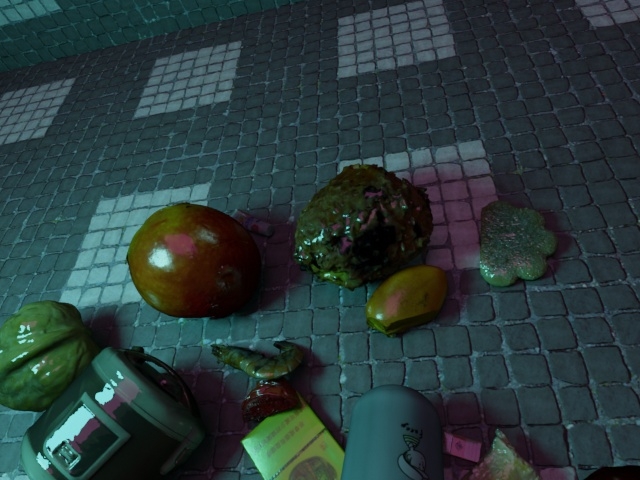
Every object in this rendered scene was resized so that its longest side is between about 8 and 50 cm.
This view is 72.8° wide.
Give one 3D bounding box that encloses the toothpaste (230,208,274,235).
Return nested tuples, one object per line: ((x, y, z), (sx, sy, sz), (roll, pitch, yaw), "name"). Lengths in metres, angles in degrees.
((-0.244, -0.060, 1.494), (0.195, 0.043, 0.067), (19, 66, 33), "toothpaste")

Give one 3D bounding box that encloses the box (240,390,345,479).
((-0.022, 0.537, 1.002), (0.187, 0.047, 0.335), (-39, 54, -13), "box")

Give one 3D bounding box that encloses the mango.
((0.234, 0.153, 1.150), (0.252, 0.126, 0.154), (-35, 65, -11), "mango")

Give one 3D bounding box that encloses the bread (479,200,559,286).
((0.550, 0.000, 1.212), (0.207, 0.056, 0.286), (-1, 57, 17), "bread")

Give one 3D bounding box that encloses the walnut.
((-0.789, 0.329, 1.239), (0.277, 0.253, 0.282), (-35, 57, -2), "walnut")

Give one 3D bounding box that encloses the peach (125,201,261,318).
((-0.358, 0.068, 1.259), (0.370, 0.370, 0.370), (-8, 54, 11), "peach")

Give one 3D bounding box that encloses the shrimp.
((-0.173, 0.308, 1.188), (0.296, 0.058, 0.169), (7, 17, 40), "shrimp")

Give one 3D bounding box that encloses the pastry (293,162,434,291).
((0.130, -0.042, 1.200), (0.337, 0.292, 0.405), (-1, 40, 50), "pastry")

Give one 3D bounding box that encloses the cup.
((0.143, 0.461, 0.871), (0.206, 0.205, 0.312), (-2, 36, 15), "cup")

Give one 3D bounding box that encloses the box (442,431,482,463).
((0.316, 0.465, 0.976), (0.083, 0.012, 0.046), (9, 60, 20), "box")

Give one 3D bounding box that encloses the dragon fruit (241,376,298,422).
((-0.137, 0.382, 1.100), (0.162, 0.083, 0.106), (-28, 20, 19), "dragon fruit")

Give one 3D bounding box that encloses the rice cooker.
((-0.467, 0.440, 1.031), (0.335, 0.335, 0.325), (29, 67, 31), "rice cooker")

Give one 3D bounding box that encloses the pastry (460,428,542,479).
((0.331, 0.525, 0.880), (0.258, 0.089, 0.121), (-43, 48, -14), "pastry")

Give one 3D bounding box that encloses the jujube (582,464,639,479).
((0.500, 0.563, 0.725), (0.377, 0.258, 0.258), (-43, 55, -7), "jujube")
